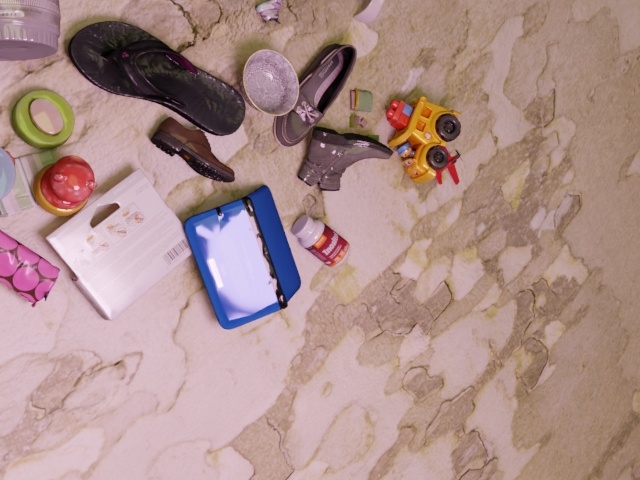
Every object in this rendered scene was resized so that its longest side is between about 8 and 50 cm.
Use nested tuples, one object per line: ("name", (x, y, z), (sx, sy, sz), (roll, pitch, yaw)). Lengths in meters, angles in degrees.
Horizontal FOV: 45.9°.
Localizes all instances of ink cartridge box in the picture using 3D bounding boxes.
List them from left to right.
("ink cartridge box", (-0.455, 0.008, 1.738), (0.275, 0.060, 0.239), (-43, 110, -25))

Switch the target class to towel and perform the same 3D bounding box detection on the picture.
("towel", (-0.640, -0.126, 1.645), (0.152, 0.023, 0.113), (-24, 103, -30))

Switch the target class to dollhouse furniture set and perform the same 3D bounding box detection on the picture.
("dollhouse furniture set", (0.127, -0.352, 2.108), (0.076, 0.059, 0.151), (-1, 90, -33))

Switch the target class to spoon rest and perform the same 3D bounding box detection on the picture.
("spoon rest", (0.161, -0.752, 2.120), (0.137, 0.084, 0.276), (14, 83, -31))

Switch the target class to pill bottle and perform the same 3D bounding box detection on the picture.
("pill bottle", (0.000, 0.000, 2.008), (0.152, 0.086, 0.086), (37, 71, -26))

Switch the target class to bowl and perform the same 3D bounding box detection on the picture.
("bowl", (-0.145, -0.392, 1.920), (0.170, 0.080, 0.170), (4, 83, -38))

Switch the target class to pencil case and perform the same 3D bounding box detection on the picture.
("pencil case", (-0.659, 0.048, 1.595), (0.209, 0.095, 0.098), (40, 86, -23))

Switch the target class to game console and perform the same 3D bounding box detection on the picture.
("game console", (-0.186, 0.037, 1.891), (0.250, 0.173, 0.293), (-21, 100, -12))

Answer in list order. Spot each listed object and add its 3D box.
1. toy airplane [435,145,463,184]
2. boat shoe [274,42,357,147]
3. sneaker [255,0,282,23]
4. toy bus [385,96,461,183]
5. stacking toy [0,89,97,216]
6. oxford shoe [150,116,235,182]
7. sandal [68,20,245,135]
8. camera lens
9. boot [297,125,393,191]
("toy airplane", (0.376, -0.225, 2.281), (0.151, 0.028, 0.151), (0, 91, -33))
("boat shoe", (-0.012, -0.394, 1.999), (0.112, 0.095, 0.335), (39, 70, -26))
("sneaker", (-0.116, -0.600, 1.974), (0.098, 0.038, 0.069), (-35, 109, -18))
("toy bus", (0.268, -0.300, 2.157), (0.211, 0.149, 0.220), (25, 79, -16))
("stacking toy", (-0.624, -0.198, 1.575), (0.309, 0.130, 0.279), (-1, 84, -33))
("oxford shoe", (-0.290, -0.221, 1.833), (0.227, 0.083, 0.096), (36, 67, -28))
("sandal", (-0.360, -0.389, 1.774), (0.446, 0.107, 0.167), (20, 79, -31))
("camera lens", (-0.647, -0.521, 1.529), (0.219, 0.219, 0.274), (-6, 92, -32))
("boot", (0.064, -0.208, 2.039), (0.247, 0.083, 0.161), (9, 111, -23))
